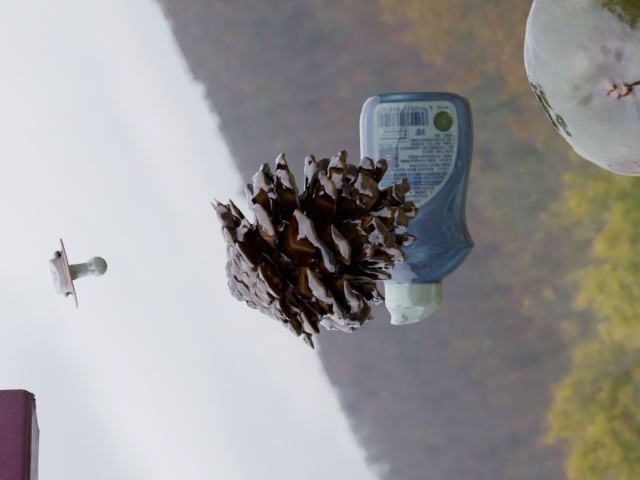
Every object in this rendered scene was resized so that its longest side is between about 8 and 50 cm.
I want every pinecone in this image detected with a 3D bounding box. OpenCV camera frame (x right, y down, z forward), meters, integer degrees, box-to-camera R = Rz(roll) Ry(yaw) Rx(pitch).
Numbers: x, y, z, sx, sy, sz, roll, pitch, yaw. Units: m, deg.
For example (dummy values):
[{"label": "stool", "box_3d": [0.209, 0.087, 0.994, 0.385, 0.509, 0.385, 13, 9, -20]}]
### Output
[{"label": "pinecone", "box_3d": [0.000, 0.000, 1.355, 0.173, 0.173, 0.174, -25, -90, -84]}]

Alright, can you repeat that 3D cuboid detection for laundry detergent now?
[{"label": "laundry detergent", "box_3d": [0.121, -0.040, 2.086, 0.094, 0.143, 0.290, 173, 97, -85]}]

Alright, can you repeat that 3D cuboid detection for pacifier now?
[{"label": "pacifier", "box_3d": [-0.332, 0.041, 2.290, 0.081, 0.078, 0.099, -147, 43, -79]}]

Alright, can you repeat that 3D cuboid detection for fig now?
[{"label": "fig", "box_3d": [0.194, -0.123, 0.897, 0.133, 0.185, 0.126, 47, 155, -9]}]

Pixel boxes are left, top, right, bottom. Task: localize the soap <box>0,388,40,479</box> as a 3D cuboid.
[{"label": "soap", "box_3d": [-0.384, 0.273, 1.715, 0.259, 0.181, 0.081, -99, 4, -51]}]
